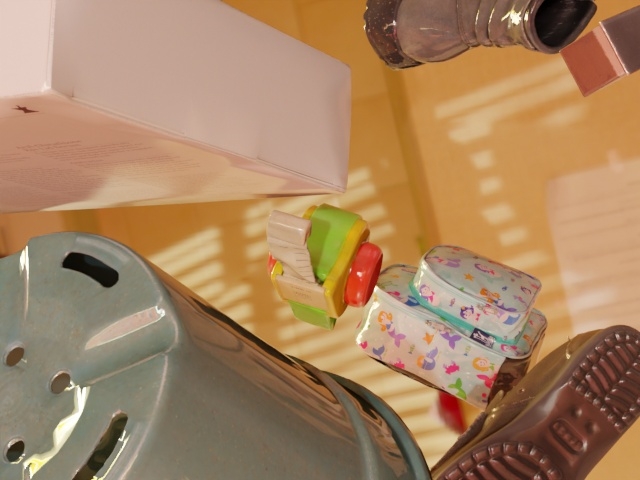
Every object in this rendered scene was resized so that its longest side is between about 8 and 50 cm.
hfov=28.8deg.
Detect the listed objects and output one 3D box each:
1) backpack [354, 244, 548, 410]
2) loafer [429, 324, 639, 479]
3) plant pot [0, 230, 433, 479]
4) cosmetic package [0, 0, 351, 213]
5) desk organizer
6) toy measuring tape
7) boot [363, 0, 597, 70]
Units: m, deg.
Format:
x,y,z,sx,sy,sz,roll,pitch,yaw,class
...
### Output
x,y,z,sx,sy,sz,roll,pitch,yaw,class
0.183,0.115,1.756,0.254,0.191,0.225,17,-162,16,backpack
0.229,0.241,1.409,0.366,0.134,0.130,-39,-172,-9,loafer
-0.131,0.182,0.923,0.341,0.341,0.334,-12,145,24,plant pot
-0.212,-0.085,0.787,0.377,0.097,0.284,-2,174,30,cosmetic package
0.255,-0.161,1.001,0.130,0.047,0.050,-26,177,-37,desk organizer
0.000,0.000,1.230,0.121,0.121,0.330,-13,160,1,toy measuring tape
0.201,-0.293,1.172,0.223,0.338,0.118,1,149,45,boot
